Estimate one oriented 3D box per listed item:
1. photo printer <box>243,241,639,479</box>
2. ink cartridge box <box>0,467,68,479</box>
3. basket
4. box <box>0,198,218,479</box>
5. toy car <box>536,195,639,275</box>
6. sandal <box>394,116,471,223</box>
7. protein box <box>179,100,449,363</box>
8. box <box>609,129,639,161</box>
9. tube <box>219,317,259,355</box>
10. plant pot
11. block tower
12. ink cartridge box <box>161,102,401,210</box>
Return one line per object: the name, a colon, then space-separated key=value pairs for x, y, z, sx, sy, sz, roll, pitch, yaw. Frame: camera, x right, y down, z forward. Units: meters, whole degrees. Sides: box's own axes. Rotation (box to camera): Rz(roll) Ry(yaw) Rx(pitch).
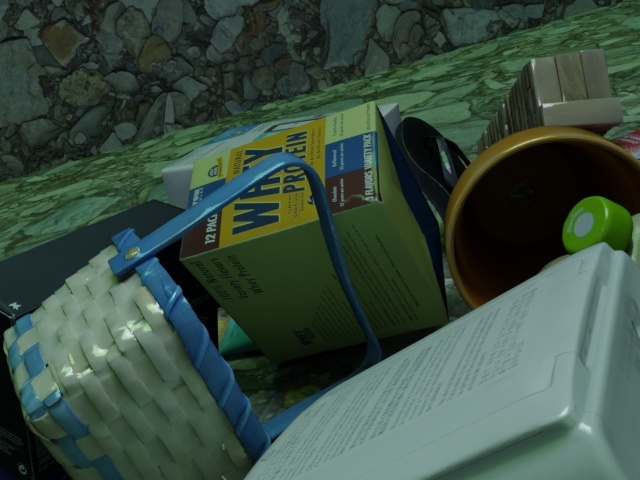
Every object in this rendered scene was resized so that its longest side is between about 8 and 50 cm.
photo printer: x=0.065 y=0.142 z=0.527 sx=0.307 sy=0.107 sz=0.256 roll=-34 pitch=4 yaw=28
ink cartridge box: x=-0.332 y=0.210 z=0.871 sx=0.208 sy=0.045 sz=0.206 roll=-4 pitch=22 yaw=24
basket: x=-0.096 y=0.090 z=0.711 sx=0.288 sy=0.255 sz=0.201 roll=-27 pitch=32 yaw=-12
box: x=-0.221 y=0.089 z=0.849 sx=0.103 sy=0.185 sz=0.261 roll=20 pitch=30 yaw=29
toy car: x=0.224 y=0.066 z=0.713 sx=0.188 sy=0.155 sz=0.149 roll=-29 pitch=43 yaw=57
sandal: x=0.173 y=-0.064 z=1.037 sx=0.097 sy=0.054 sz=0.255 roll=4 pitch=46 yaw=-37
protein box: x=0.000 y=0.000 z=0.858 sx=0.201 sy=0.200 sz=0.136 roll=-16 pitch=47 yaw=19
box: x=0.379 y=-0.032 z=0.886 sx=0.128 sy=0.123 sz=0.257 roll=-19 pitch=19 yaw=-8
tube: x=-0.022 y=0.090 z=0.970 sx=0.207 sy=0.052 sz=0.080 roll=-12 pitch=23 yaw=18
plant pot: x=0.224 y=-0.026 z=0.869 sx=0.205 sy=0.205 sz=0.188 roll=-13 pitch=17 yaw=7
block tower: x=0.280 y=-0.139 z=1.084 sx=0.090 sy=0.097 sz=0.335 roll=-7 pitch=-9 yaw=-2
ink cartridge box: x=-0.027 y=-0.048 z=1.127 sx=0.269 sy=0.197 sz=0.198 roll=-5 pitch=21 yaw=25
